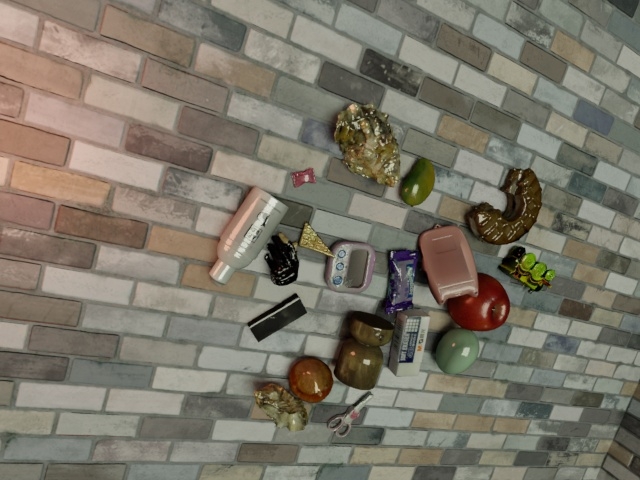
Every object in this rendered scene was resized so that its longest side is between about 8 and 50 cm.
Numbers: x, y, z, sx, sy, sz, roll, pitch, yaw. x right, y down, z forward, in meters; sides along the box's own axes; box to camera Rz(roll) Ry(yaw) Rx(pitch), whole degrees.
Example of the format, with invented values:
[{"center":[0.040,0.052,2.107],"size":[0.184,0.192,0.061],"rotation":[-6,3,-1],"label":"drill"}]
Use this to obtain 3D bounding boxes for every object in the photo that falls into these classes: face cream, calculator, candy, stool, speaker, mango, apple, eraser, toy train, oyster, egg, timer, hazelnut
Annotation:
[{"center":[-0.264,0.005,1.433],"size":[0.146,0.145,0.369],"rotation":[32,90,-25],"label":"face cream"},{"center":[0.525,0.089,1.738],"size":[0.220,0.048,0.329],"rotation":[-14,80,1],"label":"calculator"},{"center":[0.338,0.172,1.754],"size":[0.145,0.070,0.274],"rotation":[-2,100,-27],"label":"candy"},{"center":[0.173,0.442,1.700],"size":[0.179,0.179,0.263],"rotation":[13,99,-24],"label":"stool"},{"center":[-0.164,0.292,1.603],"size":[0.218,0.044,0.082],"rotation":[-29,112,-12],"label":"speaker"},{"center":[0.392,-0.222,1.661],"size":[0.122,0.085,0.191],"rotation":[35,90,-22],"label":"mango"},{"center":[0.692,0.270,1.838],"size":[0.261,0.217,0.260],"rotation":[-5,104,-23],"label":"apple"},{"center":[0.383,0.443,1.833],"size":[0.131,0.086,0.286],"rotation":[4,102,-21],"label":"eraser"},{"center":[0.977,0.145,1.980],"size":[0.296,0.100,0.160],"rotation":[30,99,-26],"label":"toy train"},{"center":[0.191,-0.343,1.535],"size":[0.238,0.115,0.351],"rotation":[-36,113,-9],"label":"oyster"},{"center":[-0.150,0.651,1.656],"size":[0.167,0.110,0.341],"rotation":[-27,123,30],"label":"oyster"},{"center":[0.609,0.495,1.887],"size":[0.168,0.168,0.230],"rotation":[22,108,-25],"label":"egg"},{"center":[0.115,0.104,1.648],"size":[0.191,0.069,0.208],"rotation":[6,101,-21],"label":"timer"},{"center":[-0.033,0.560,1.660],"size":[0.182,0.182,0.181],"rotation":[-5,106,-20],"label":"hazelnut"}]

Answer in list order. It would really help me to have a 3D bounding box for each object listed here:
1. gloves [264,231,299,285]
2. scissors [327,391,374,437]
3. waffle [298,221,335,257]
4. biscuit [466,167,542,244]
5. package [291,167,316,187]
[{"center":[-0.131,0.061,1.522],"size":[0.129,0.106,0.180],"rotation":[-11,111,-16],"label":"gloves"},{"center":[0.142,0.759,1.852],"size":[0.242,0.030,0.118],"rotation":[-43,116,-3],"label":"scissors"},{"center":[0.000,0.000,1.569],"size":[0.153,0.023,0.097],"rotation":[20,84,-5],"label":"waffle"},{"center":[0.816,-0.120,1.838],"size":[0.366,0.115,0.268],"rotation":[-42,113,-5],"label":"biscuit"},{"center":[-0.060,-0.225,1.517],"size":[0.084,0.029,0.059],"rotation":[-14,105,-8],"label":"package"}]
